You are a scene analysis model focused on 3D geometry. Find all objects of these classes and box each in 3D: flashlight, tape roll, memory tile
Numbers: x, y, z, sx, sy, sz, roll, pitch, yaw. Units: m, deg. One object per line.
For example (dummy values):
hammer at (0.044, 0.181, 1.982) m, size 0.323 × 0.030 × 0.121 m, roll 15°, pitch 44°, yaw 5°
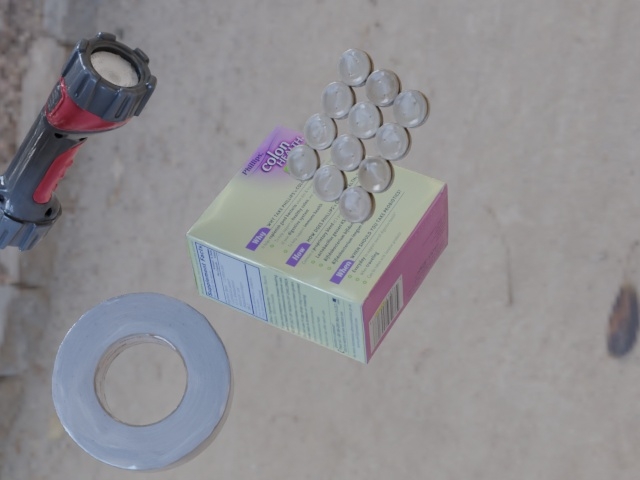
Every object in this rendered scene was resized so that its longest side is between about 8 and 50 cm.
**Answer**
flashlight at (-0.299, -0.105, 1.641) m, size 0.103 × 0.103 × 0.304 m, roll 43°, pitch 128°, yaw 6°
tape roll at (-0.218, 0.176, 1.738) m, size 0.072 × 0.219 × 0.219 m, roll 87°, pitch 172°, yaw -78°
memory tile at (0.036, -0.101, 1.370) m, size 0.113 × 0.012 × 0.148 m, roll 38°, pitch 110°, yaw 24°

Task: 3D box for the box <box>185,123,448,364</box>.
box at (0.000, 0.000, 1.699) m, size 0.243 × 0.213 × 0.117 m, roll 21°, pitch 144°, yaw 22°
